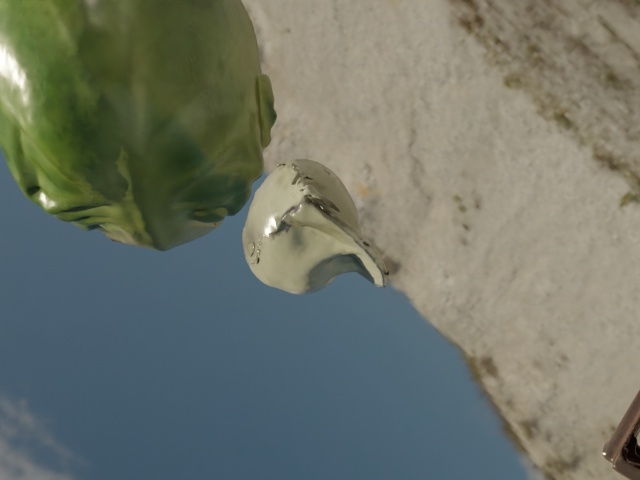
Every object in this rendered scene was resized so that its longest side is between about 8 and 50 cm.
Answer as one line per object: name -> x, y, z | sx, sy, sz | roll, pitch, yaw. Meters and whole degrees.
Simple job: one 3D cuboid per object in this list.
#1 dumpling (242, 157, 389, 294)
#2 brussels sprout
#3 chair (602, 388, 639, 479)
dumpling -> 0.000, 0.000, 1.146 | 0.172, 0.142, 0.247 | 33, 175, -13
brussels sprout -> -0.134, -0.112, 0.740 | 0.244, 0.244, 0.244 | 39, -166, -12
chair -> 0.473, 0.356, 1.498 | 0.183, 0.326, 0.175 | 35, -172, 21
